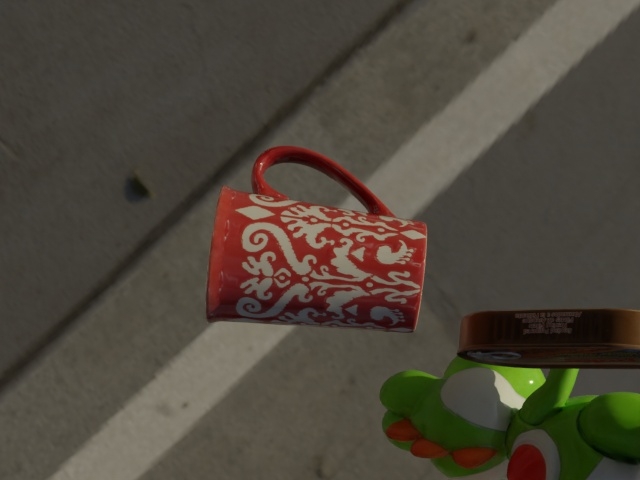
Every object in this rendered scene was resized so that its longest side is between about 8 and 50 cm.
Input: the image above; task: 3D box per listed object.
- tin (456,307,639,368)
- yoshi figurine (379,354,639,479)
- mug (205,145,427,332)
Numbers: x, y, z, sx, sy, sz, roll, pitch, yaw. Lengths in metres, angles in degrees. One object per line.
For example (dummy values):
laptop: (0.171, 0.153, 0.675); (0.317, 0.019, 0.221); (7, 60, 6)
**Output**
tin: (0.203, 0.081, 1.088); (0.106, 0.190, 0.040); (32, 60, -55)
yoshi figurine: (0.236, 0.176, 1.290); (0.203, 0.362, 0.203); (32, 74, -53)
mug: (0.000, 0.003, 1.083); (0.169, 0.113, 0.150); (7, 96, 1)
